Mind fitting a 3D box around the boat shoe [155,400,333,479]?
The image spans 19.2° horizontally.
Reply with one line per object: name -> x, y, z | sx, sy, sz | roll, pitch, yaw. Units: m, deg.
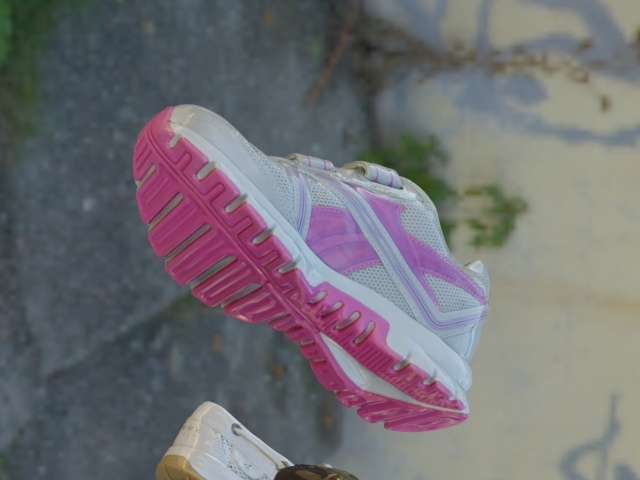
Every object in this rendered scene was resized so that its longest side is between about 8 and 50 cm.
boat shoe -> -0.009, 0.236, 1.644 | 0.277, 0.098, 0.096 | 38, 59, -19

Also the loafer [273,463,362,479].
loafer -> 0.030, 0.211, 1.411 | 0.080, 0.078, 0.220 | -47, 147, -6

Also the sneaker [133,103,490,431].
sneaker -> 0.000, 0.000, 1.091 | 0.252, 0.103, 0.111 | 42, 55, -23
